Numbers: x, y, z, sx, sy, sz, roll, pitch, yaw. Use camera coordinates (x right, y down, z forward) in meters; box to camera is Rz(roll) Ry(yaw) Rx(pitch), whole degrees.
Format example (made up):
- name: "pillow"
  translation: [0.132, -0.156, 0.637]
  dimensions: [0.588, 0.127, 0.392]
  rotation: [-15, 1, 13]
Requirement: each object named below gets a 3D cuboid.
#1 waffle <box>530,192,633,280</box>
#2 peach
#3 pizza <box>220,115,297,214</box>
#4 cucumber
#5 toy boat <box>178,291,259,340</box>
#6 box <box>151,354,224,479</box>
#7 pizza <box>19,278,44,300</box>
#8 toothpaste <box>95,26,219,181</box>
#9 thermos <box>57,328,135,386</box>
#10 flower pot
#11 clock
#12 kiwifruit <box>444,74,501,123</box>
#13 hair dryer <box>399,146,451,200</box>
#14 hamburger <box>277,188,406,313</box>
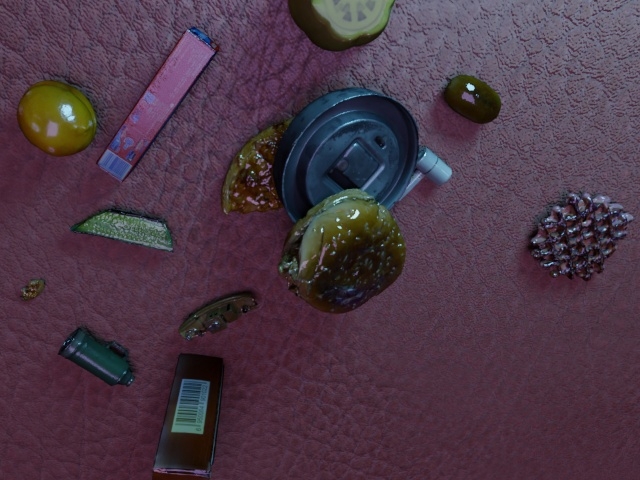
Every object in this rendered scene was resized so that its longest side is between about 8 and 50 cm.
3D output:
- name: "waffle"
  translation: [0.612, -0.008, 1.141]
  dimensions: [0.234, 0.055, 0.221]
  rotation: [14, 113, -17]
- name: "peach"
  translation: [-0.488, -0.227, 0.892]
  dimensions: [0.138, 0.138, 0.138]
  rotation: [-2, 117, -4]
- name: "pizza"
  translation: [-0.090, -0.148, 0.995]
  dimensions: [0.305, 0.085, 0.161]
  rotation: [-41, 114, 16]
- name: "cucumber"
  translation: [-0.425, -0.033, 1.048]
  dimensions: [0.220, 0.046, 0.070]
  rotation: [12, 113, -12]
- name: "toy boat"
  translation: [-0.244, 0.183, 1.155]
  dimensions: [0.206, 0.072, 0.064]
  rotation: [-25, 118, 9]
- name: "box"
  translation: [-0.332, 0.542, 1.176]
  dimensions: [0.122, 0.344, 0.385]
  rotation: [9, 116, -11]
- name: "pizza"
  translation: [-0.672, 0.116, 1.117]
  dimensions: [0.083, 0.016, 0.037]
  rotation: [-36, 108, 15]
- name: "toothpaste"
  translation: [-0.314, -0.258, 0.925]
  dimensions: [0.066, 0.076, 0.320]
  rotation: [37, 109, -20]
- name: "thermos"
  translation: [-0.544, 0.298, 1.195]
  dimensions: [0.073, 0.083, 0.187]
  rotation: [-28, 119, 33]
- name: "flower pot"
  translation: [0.045, -0.418, 0.817]
  dimensions: [0.195, 0.179, 0.195]
  rotation: [-3, 116, -5]
- name: "clock"
  translation: [0.053, -0.148, 0.952]
  dimensions: [0.313, 0.061, 0.312]
  rotation: [-18, 131, -21]
- name: "kiwifruit"
  translation: [0.307, -0.283, 0.967]
  dimensions: [0.124, 0.075, 0.075]
  rotation: [29, 111, -13]
- name: "hair dryer"
  translation: [0.211, -0.129, 1.053]
  dimensions: [0.082, 0.047, 0.137]
  rotation: [36, 114, -21]
- name: "hamburger"
  translation: [0.042, 0.024, 0.946]
  dimensions: [0.286, 0.146, 0.243]
  rotation: [2, 116, -33]
